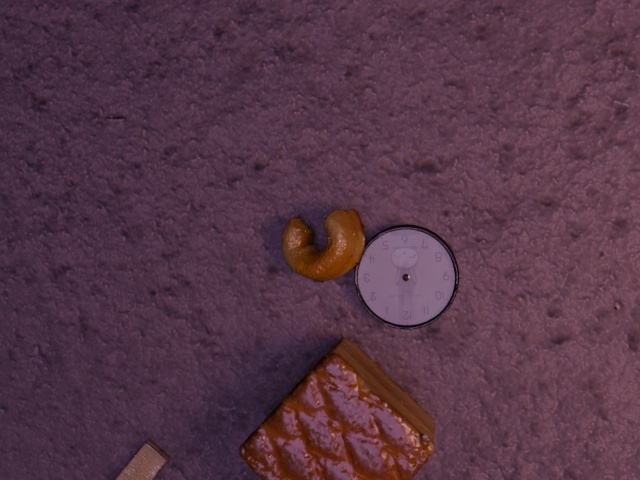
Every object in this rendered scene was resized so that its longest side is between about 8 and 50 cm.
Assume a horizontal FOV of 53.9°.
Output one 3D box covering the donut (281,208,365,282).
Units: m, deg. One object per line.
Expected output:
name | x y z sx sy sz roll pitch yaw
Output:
donut | -0.001 0.012 1.269 0.181 0.078 0.146 -5 84 27

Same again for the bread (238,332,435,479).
bread | 0.040 0.380 1.227 0.279 0.207 0.279 40 97 6

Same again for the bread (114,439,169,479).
bread | -0.405 0.520 1.401 0.068 0.028 0.154 39 97 7

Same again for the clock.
clock | 0.173 0.075 1.277 0.214 0.042 0.215 0 92 10
